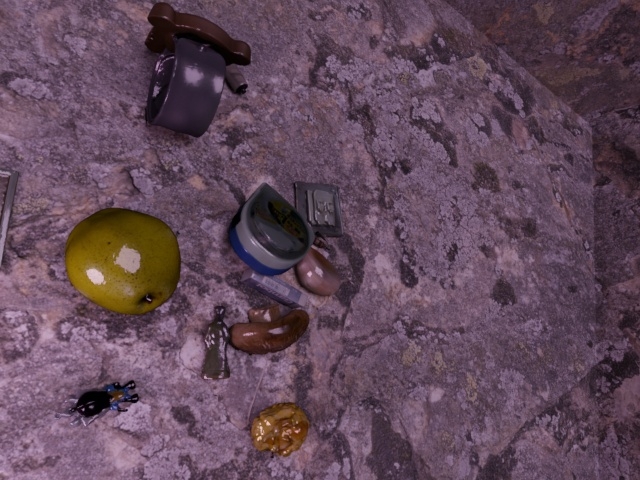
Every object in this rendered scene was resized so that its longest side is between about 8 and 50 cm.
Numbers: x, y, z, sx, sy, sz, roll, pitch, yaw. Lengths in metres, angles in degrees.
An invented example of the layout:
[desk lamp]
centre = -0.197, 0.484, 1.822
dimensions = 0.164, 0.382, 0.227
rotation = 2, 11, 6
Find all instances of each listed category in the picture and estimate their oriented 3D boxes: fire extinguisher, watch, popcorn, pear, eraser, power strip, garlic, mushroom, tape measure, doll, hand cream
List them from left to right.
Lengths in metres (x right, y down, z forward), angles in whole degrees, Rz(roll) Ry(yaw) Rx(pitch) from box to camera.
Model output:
[doll]
centre = -0.570, 0.415, 1.152
dimensions = 0.195, 0.070, 0.096
rotation = -8, 65, -41
[pear]
centre = -0.505, 0.054, 1.174
dimensions = 0.294, 0.294, 0.294
rotation = 10, 71, -30
[watch]
centre = -0.421, -0.492, 1.402
dimensions = 0.314, 0.335, 0.326
rotation = 13, 88, -35
[hand cream]
centre = -0.322, -0.608, 1.624
dimensions = 0.087, 0.054, 0.186
rotation = -30, 86, -39
[tape measure]
centre = -0.159, -0.026, 1.440
dimensions = 0.259, 0.138, 0.262
rotation = 41, 34, -10
[eraser]
centre = -0.151, 0.157, 1.476
dimensions = 0.212, 0.092, 0.046
rotation = 32, 63, -21
[mushroom]
centre = -0.136, 0.275, 1.415
dimensions = 0.286, 0.151, 0.156
rotation = -9, 82, -34
[popcorn]
centre = -0.119, 0.561, 1.337
dimensions = 0.180, 0.180, 0.170
rotation = 20, 33, -26
[fire extinguisher]
centre = -0.003, -0.001, 1.649
dimensions = 0.100, 0.032, 0.046
rotation = 32, 59, -31
[power strip]
centre = 0.004, -0.120, 1.672
dimensions = 0.198, 0.064, 0.213
rotation = 0, 76, -32
[garlic]
centre = 0.015, 0.133, 1.599
dimensions = 0.266, 0.128, 0.148
rotation = 46, 69, -25

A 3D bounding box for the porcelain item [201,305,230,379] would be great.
[porcelain item]
centre = -0.311, 0.303, 1.346
dimensions = 0.081, 0.069, 0.215
rotation = -3, 73, 2

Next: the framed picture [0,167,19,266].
[framed picture]
centre = -0.904, -0.059, 1.112
dimensions = 0.232, 0.019, 0.296
rotation = 10, 70, -30

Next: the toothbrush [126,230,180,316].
[toothbrush]
centre = -0.488, 0.092, 1.324
dimensions = 0.028, 0.026, 0.294
rotation = 42, 57, -37
